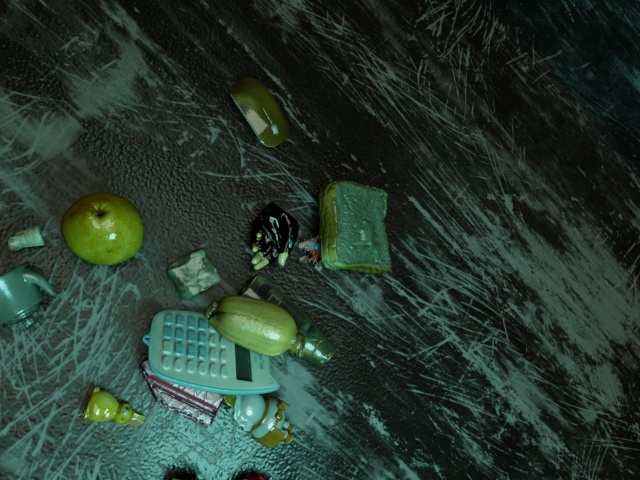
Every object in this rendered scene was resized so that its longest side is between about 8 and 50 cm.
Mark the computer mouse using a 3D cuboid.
[{"bbox_3d":[-0.200,-0.430,1.625,0.126,0.056,0.245,-35,95,-23],"label":"computer mouse"}]

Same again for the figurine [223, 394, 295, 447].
[{"bbox_3d":[-0.173,0.496,1.397,0.143,0.143,0.271,-47,126,-23],"label":"figurine"}]

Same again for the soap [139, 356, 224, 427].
[{"bbox_3d":[-0.387,0.395,1.370,0.250,0.099,0.162,33,70,-14],"label":"soap"}]

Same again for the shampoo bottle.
[{"bbox_3d":[-0.103,0.256,1.517,0.350,0.084,0.125,42,55,-10],"label":"shampoo bottle"}]

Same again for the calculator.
[{"bbox_3d":[-0.304,0.312,1.365,0.386,0.054,0.256,20,33,-27],"label":"calculator"}]

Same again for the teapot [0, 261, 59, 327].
[{"bbox_3d":[-0.787,0.161,1.236,0.239,0.162,0.149,-29,105,0],"label":"teapot"}]

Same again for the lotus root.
[{"bbox_3d":[-0.181,0.242,1.390,0.303,0.146,0.131,23,29,-8],"label":"lotus root"}]

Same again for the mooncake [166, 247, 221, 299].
[{"bbox_3d":[-0.377,0.100,1.442,0.130,0.073,0.125,-29,89,-26],"label":"mooncake"}]

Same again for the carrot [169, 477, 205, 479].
[{"bbox_3d":[-0.388,0.782,1.290,0.114,0.114,0.301,17,72,-19],"label":"carrot"}]

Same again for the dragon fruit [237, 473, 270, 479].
[{"bbox_3d":[-0.226,0.719,1.383,0.191,0.094,0.094,0,80,-17],"label":"dragon fruit"}]

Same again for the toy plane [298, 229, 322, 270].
[{"bbox_3d":[-0.001,0.001,1.622,0.130,0.061,0.189,26,67,-15],"label":"toy plane"}]

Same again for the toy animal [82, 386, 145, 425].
[{"bbox_3d":[-0.547,0.457,1.313,0.159,0.070,0.083,26,70,-21],"label":"toy animal"}]

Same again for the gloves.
[{"bbox_3d":[-0.157,-0.001,1.532,0.164,0.124,0.203,35,90,10],"label":"gloves"}]

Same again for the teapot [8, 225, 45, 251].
[{"bbox_3d":[-0.791,-0.004,1.308,0.083,0.057,0.067,-22,51,-21],"label":"teapot"}]

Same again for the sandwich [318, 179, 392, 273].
[{"bbox_3d":[0.116,-0.046,1.627,0.271,0.099,0.301,8,76,-41],"label":"sandwich"}]

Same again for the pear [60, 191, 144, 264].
[{"bbox_3d":[-0.584,-0.031,1.315,0.209,0.209,0.208,4,79,-21],"label":"pear"}]
